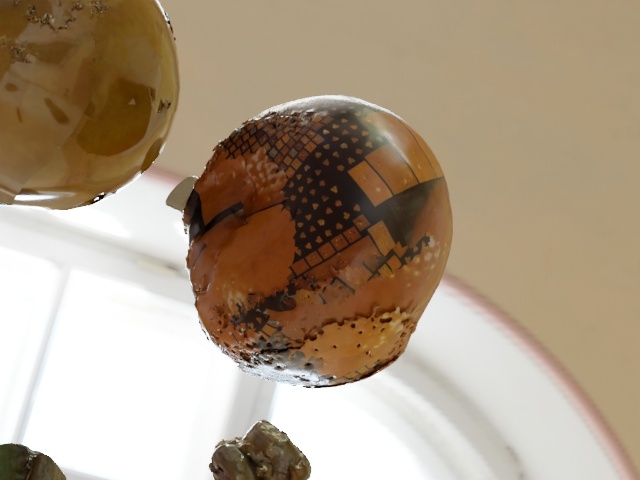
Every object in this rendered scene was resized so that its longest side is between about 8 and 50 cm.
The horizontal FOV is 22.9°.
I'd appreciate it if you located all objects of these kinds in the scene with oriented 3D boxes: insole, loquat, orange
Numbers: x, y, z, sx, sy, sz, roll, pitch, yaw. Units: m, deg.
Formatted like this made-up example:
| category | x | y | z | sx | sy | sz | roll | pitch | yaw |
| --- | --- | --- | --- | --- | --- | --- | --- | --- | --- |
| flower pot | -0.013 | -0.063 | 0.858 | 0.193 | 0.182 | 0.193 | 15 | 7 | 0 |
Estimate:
| category | x | y | z | sx | sy | sz | roll | pitch | yaw |
| --- | --- | --- | --- | --- | --- | --- | --- | --- | --- |
| insole | -0.111 | -0.043 | 1.442 | 0.053 | 0.002 | 0.153 | -48 | -160 | -10 |
| loquat | -0.233 | -0.140 | 1.314 | 0.235 | 0.235 | 0.235 | -55 | -155 | 41 |
| orange | 0.000 | 0.000 | 1.235 | 0.234 | 0.182 | 0.234 | -34 | -137 | 39 |

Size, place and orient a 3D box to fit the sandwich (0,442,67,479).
| category | x | y | z | sx | sy | sz | roll | pitch | yaw |
| --- | --- | --- | --- | --- | --- | --- | --- | --- | --- |
| sandwich | -0.382 | 0.293 | 1.553 | 0.250 | 0.301 | 0.162 | 94 | 14 | -48 |

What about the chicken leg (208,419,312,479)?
| category | x | y | z | sx | sy | sz | roll | pitch | yaw |
| --- | --- | --- | --- | --- | --- | --- | --- | --- | --- |
| chicken leg | 0.025 | 0.198 | 0.844 | 0.251 | 0.087 | 0.107 | 52 | -26 | 19 |
